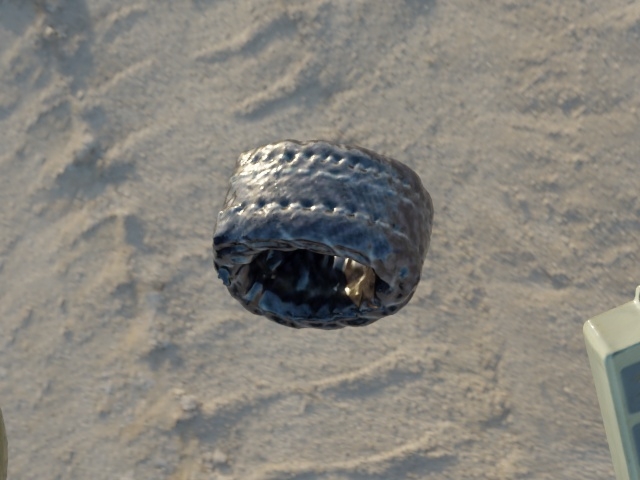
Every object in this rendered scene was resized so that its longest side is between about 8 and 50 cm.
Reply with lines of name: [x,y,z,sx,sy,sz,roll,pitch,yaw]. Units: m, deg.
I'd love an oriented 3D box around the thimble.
thimble: [0.002,0.001,0.606,0.104,0.095,0.066,11,56,9]

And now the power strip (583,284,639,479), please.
power strip: [0.272,0.178,0.873,0.106,0.367,0.043,-22,34,-2]

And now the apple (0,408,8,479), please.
apple: [-0.258,0.128,0.625,0.196,0.196,0.157,-4,98,28]
